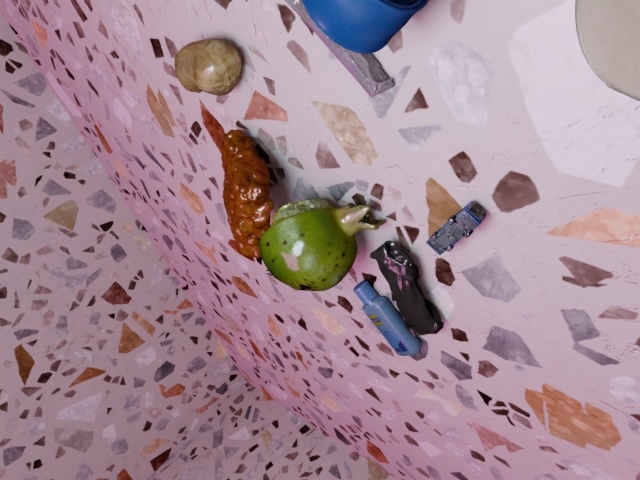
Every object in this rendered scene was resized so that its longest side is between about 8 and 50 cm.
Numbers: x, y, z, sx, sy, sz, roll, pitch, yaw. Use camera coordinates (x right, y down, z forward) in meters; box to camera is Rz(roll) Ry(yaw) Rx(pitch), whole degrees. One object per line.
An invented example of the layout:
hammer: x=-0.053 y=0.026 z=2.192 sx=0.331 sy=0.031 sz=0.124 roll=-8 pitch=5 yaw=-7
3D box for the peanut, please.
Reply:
peanut: x=-0.293 y=-0.433 z=1.023 sx=0.253 sy=0.122 sz=0.137 roll=21 pitch=147 yaw=41

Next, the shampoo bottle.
shampoo bottle: x=0.193 y=0.232 z=1.208 sx=0.258 sy=0.061 sz=0.104 roll=52 pitch=149 yaw=-5

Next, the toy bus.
toy bus: x=0.277 y=-0.023 z=0.831 sx=0.051 sy=0.061 sz=0.153 roll=42 pitch=149 yaw=7

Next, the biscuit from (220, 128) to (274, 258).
biscuit: x=-0.219 y=-0.139 z=1.174 sx=0.312 sy=0.111 sz=0.318 roll=103 pitch=152 yaw=-51

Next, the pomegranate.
pomegranate: x=0.000 y=0.000 z=1.034 sx=0.341 sy=0.260 sz=0.260 roll=-24 pitch=107 yaw=28

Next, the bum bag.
bum bag: x=0.231 y=0.132 z=1.047 sx=0.142 sy=0.080 sz=0.326 roll=14 pitch=139 yaw=53

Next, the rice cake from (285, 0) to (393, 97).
rice cake: x=0.032 y=-0.376 z=0.753 sx=0.270 sy=0.055 sz=0.049 roll=47 pitch=153 yaw=-2

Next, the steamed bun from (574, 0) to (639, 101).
steamed bun: x=0.382 y=-0.250 z=0.380 sx=0.232 sy=0.145 sz=0.232 roll=47 pitch=159 yaw=25

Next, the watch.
watch: x=0.069 y=-0.385 z=0.566 sx=0.196 sy=0.200 sz=0.171 roll=45 pitch=152 yaw=-1
